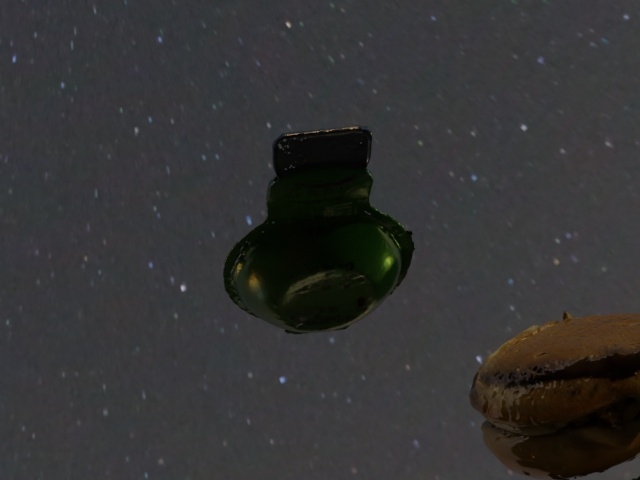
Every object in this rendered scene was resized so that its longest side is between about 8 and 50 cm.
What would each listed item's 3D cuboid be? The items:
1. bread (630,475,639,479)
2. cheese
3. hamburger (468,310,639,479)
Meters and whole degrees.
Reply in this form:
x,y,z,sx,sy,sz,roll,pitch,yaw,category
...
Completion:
x,y,z,sx,sy,sz,roll,pitch,yaw,category
0.347,0.447,1.336,0.239,0.264,0.395,-49,-20,24,bread
0.000,0.000,1.199,0.203,0.083,0.321,-6,-41,-7,cheese
0.351,0.180,1.464,0.304,0.284,0.174,-23,-88,-39,hamburger
